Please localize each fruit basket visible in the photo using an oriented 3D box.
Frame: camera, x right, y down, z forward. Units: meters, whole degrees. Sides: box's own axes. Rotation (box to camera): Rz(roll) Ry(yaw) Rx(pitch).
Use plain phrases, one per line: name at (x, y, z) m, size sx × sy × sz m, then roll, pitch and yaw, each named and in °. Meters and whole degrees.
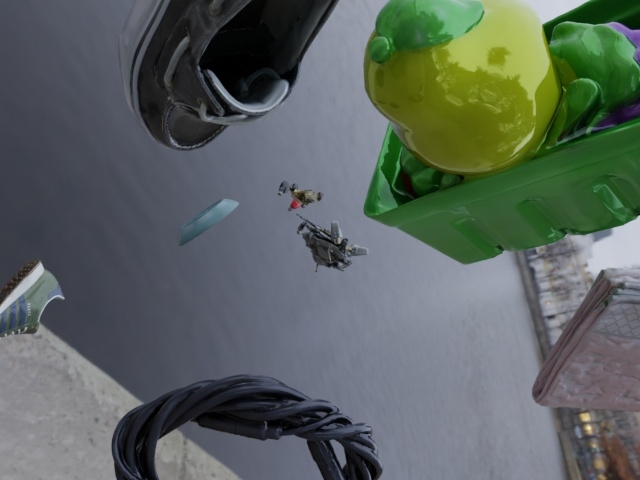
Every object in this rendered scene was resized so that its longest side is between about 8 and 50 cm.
fruit basket at (0.190, -0.155, 0.664) m, size 0.392 × 0.392 × 0.283 m, roll 59°, pitch 38°, yaw -41°

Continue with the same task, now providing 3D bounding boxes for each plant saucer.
plant saucer at (-0.184, -0.033, 0.986) m, size 0.021 × 0.119 × 0.119 m, roll 54°, pitch 22°, yaw -12°

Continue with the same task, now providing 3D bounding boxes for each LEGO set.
LEGO set at (-0.002, -0.001, 0.377) m, size 0.083 × 0.054 × 0.023 m, roll 45°, pitch 69°, yaw -31°

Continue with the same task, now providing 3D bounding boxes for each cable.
cable at (-0.050, 0.158, 0.422) m, size 0.184 × 0.151 × 0.047 m, roll 28°, pitch 24°, yaw -14°

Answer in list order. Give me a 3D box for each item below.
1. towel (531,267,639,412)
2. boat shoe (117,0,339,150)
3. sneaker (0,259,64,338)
towel at (0.501, 0.159, 0.861) m, size 0.317 × 0.331 × 0.053 m, roll 92°, pitch 3°, yaw -50°
boat shoe at (-0.076, -0.145, 0.475) m, size 0.119 × 0.121 × 0.335 m, roll 67°, pitch -28°, yaw 14°
sneaker at (-0.483, 0.126, 0.973) m, size 0.192 × 0.064 × 0.086 m, roll -56°, pitch 129°, yaw -33°
